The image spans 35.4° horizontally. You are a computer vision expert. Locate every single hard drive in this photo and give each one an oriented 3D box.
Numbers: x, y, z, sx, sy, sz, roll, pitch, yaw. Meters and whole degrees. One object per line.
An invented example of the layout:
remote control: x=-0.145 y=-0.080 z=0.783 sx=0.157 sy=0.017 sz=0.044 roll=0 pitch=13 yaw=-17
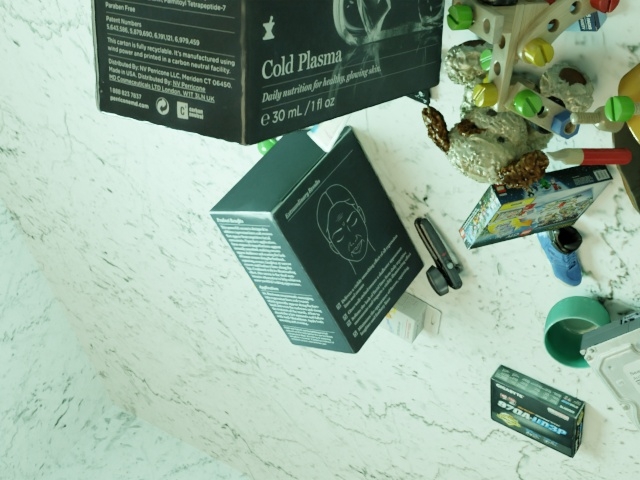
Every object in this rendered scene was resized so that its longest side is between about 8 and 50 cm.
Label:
hard drive: x=0.681 y=0.274 z=1.896 sx=0.236 sy=0.064 sz=0.339 roll=-28 pitch=109 yaw=32

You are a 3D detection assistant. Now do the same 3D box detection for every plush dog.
plush dog: x=0.296 y=-0.186 z=1.677 sx=0.262 sy=0.225 sz=0.211 roll=25 pitch=145 yaw=25

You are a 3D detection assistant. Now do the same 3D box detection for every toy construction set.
toy construction set: x=0.290 y=-0.238 z=1.414 sx=0.257 sy=0.237 sz=0.309 roll=-60 pitch=42 yaw=48

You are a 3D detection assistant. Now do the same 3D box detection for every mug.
mug: x=0.522 y=0.183 z=1.993 sx=0.157 sy=0.097 sz=0.129 roll=41 pitch=126 yaw=-11

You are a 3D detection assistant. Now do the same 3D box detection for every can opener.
can opener: x=0.254 y=0.031 z=2.160 sx=0.059 sy=0.073 sz=0.186 roll=6 pitch=126 yaw=55

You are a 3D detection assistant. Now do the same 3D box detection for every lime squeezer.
lime squeezer: x=-0.135 y=-0.185 z=2.288 sx=0.059 sy=0.109 sz=0.311 roll=162 pitch=94 yaw=-73

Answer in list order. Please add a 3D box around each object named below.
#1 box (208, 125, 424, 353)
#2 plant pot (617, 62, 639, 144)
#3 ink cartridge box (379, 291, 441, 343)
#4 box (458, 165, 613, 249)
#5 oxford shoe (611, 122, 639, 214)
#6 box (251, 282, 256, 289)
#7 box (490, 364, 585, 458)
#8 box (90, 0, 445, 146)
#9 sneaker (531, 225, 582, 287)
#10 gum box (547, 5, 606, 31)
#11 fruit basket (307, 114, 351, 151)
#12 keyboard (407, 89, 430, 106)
box: x=0.000 y=0.000 z=2.171 sx=0.212 sy=0.293 sz=0.396 roll=3 pitch=131 yaw=46
plant pot: x=0.560 y=-0.209 z=1.408 sx=0.205 sy=0.205 sz=0.188 roll=44 pitch=134 yaw=-4
ink cartridge box: x=0.193 y=0.176 z=2.400 sx=0.181 sy=0.061 sz=0.104 roll=28 pitch=147 yaw=21
box: x=0.375 y=-0.061 z=1.755 sx=0.159 sy=0.233 sz=0.044 roll=116 pitch=137 yaw=-58
oxford shoe: x=0.516 y=-0.135 z=1.658 sx=0.076 sy=0.076 sz=0.212 roll=-110 pitch=1 yaw=-67
box: x=-0.066 y=0.111 z=2.564 sx=0.203 sy=0.103 sz=0.114 roll=34 pitch=148 yaw=12
box: x=0.505 y=0.400 z=2.342 sx=0.220 sy=0.051 sz=0.175 roll=24 pitch=145 yaw=28
box: x=-0.055 y=-0.424 z=1.386 sx=0.297 sy=0.479 sz=0.472 roll=15 pitch=116 yaw=34
sneaker: x=0.470 y=0.026 z=1.909 sx=0.152 sy=0.058 sz=0.084 roll=57 pitch=155 yaw=-12
gum box: x=0.336 y=-0.401 z=1.546 sx=0.184 sy=0.041 sz=0.157 roll=12 pitch=137 yaw=40
fruit basket: x=-0.033 y=-0.376 z=1.774 sx=0.327 sy=0.165 sz=0.353 roll=47 pitch=143 yaw=14
keyboard: x=0.179 y=-0.327 z=1.832 sx=0.108 sy=0.023 sz=0.180 roll=29 pitch=148 yaw=32
